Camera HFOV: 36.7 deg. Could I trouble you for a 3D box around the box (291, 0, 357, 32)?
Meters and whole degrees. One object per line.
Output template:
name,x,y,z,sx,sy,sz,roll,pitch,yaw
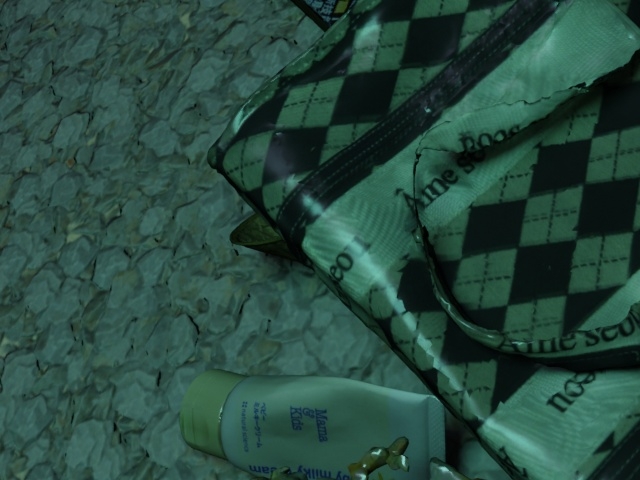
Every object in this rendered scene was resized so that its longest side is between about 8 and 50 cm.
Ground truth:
box,0.063,-0.283,0.929,0.198,0.084,0.310,-42,52,4

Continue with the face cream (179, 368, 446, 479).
face cream,-0.004,0.151,0.739,0.224,0.070,0.114,8,112,36

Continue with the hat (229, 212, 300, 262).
hat,0.000,0.000,0.835,0.146,0.067,0.146,-20,16,6

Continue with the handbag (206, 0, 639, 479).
handbag,0.178,-0.014,0.632,0.317,0.180,0.416,-44,69,-1

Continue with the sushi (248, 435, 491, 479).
sushi,0.018,0.319,0.569,0.418,0.176,0.417,-14,62,27
